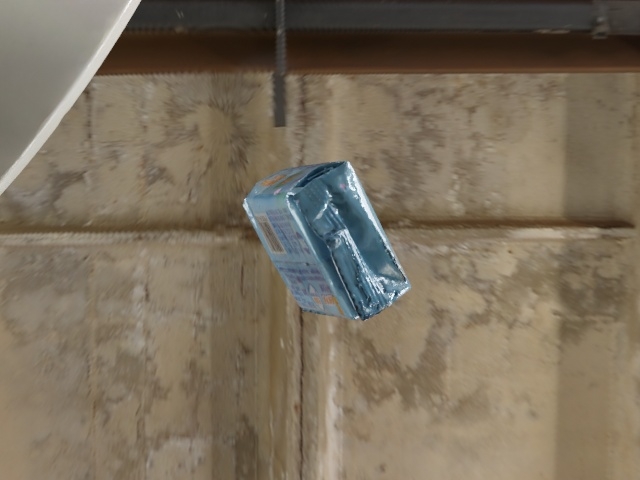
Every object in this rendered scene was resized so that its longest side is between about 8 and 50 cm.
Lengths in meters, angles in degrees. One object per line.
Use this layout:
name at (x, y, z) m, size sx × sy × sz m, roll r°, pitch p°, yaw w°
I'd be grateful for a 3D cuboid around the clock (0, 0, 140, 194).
clock at (-0.157, -0.100, 0.627) m, size 0.083 × 0.230 × 0.230 m, roll 38°, pitch -89°, yaw -23°

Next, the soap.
soap at (0.000, 0.000, 1.407) m, size 0.077 × 0.293 × 0.156 m, roll -29°, pitch -82°, yaw -13°
